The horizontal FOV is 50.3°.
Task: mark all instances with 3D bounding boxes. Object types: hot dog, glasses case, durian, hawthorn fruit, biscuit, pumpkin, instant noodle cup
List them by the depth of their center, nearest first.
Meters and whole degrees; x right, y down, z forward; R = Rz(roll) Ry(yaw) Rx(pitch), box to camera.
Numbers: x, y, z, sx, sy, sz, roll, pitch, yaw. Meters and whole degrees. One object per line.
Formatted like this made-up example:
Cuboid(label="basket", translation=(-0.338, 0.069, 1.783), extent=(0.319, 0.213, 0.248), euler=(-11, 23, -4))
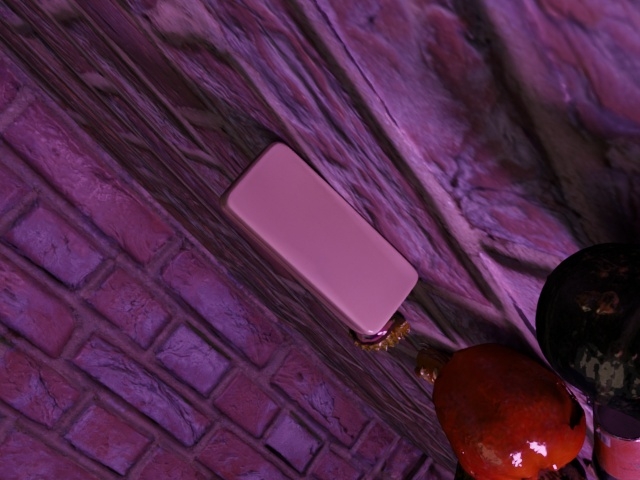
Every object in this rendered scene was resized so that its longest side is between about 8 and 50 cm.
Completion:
Cuboid(label="pumpkin", translation=(0.276, 0.078, 0.578), extent=(0.190, 0.146, 0.190), euler=(13, -164, -4))
Cuboid(label="instant noodle cup", translation=(0.412, 0.258, 0.896), extent=(0.127, 0.127, 0.136), euler=(26, 153, 47))
Cuboid(label="hawthorn fruit", translation=(0.274, 0.259, 1.107), extent=(0.299, 0.211, 0.211), euler=(45, 171, 27))
Cuboid(label="glasses case", translation=(0.000, 0.000, 1.113), extent=(0.336, 0.144, 0.076), euler=(44, 167, -13))
Cuboid(label="biscuit", translation=(0.590, 0.492, 1.378), extent=(0.120, 0.015, 0.120), euler=(38, 167, 10))
Cuboid(label="hot dog", translation=(0.279, 0.292, 1.467), extent=(0.109, 0.072, 0.269), euler=(46, 165, -14))
Cuboid(label="durian", translation=(0.117, 0.201, 1.531), extent=(0.186, 0.108, 0.119), euler=(28, 162, 41))

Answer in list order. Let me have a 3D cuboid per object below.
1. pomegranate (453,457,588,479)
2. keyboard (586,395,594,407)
Cuboid(label="pomegranate", translation=(0.408, 0.474, 1.395), extent=(0.285, 0.284, 0.341), euler=(25, 130, 48))
Cuboid(label="keyboard", translation=(0.478, 0.279, 0.993), extent=(0.198, 0.010, 0.064), euler=(30, 162, 36))
